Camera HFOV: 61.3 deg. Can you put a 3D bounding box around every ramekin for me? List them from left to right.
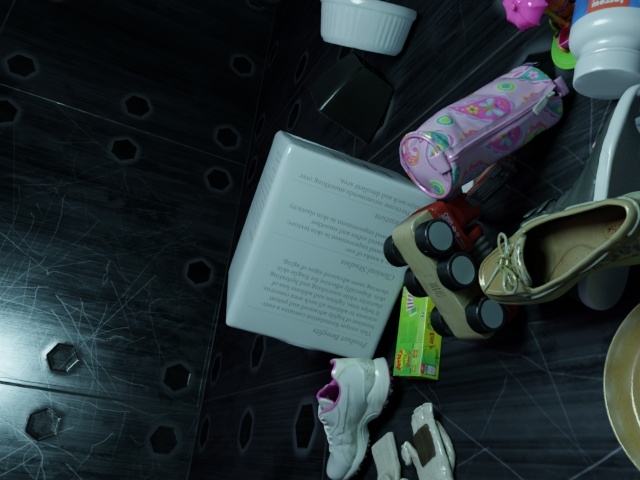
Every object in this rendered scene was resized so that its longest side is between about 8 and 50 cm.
[{"bbox_3d":[0.124,-0.602,1.511,0.273,0.273,0.127,-123,40,-62],"label":"ramekin"}]

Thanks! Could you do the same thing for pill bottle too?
[{"bbox_3d":[0.420,-0.319,0.753,0.124,0.124,0.221,-8,68,67],"label":"pill bottle"}]

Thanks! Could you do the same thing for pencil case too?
[{"bbox_3d":[0.262,-0.179,0.863,0.124,0.284,0.124,48,158,27],"label":"pencil case"}]

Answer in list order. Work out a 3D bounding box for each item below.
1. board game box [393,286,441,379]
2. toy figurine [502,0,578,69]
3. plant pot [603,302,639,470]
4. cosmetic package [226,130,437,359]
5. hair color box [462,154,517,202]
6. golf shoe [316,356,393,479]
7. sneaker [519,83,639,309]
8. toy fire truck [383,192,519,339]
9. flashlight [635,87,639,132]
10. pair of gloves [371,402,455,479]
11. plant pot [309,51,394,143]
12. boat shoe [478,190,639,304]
[{"bbox_3d":[0.194,0.177,1.056,0.092,0.043,0.181,-28,49,62],"label":"board game box"},{"bbox_3d":[0.371,-0.387,0.871,0.130,0.159,0.173,-26,50,62],"label":"toy figurine"},{"bbox_3d":[0.410,0.155,0.563,0.236,0.032,0.236,-48,34,48],"label":"plant pot"},{"bbox_3d":[0.000,0.000,1.220,0.327,0.329,0.394,-120,49,-72],"label":"cosmetic package"},{"bbox_3d":[0.303,-0.167,1.025,0.093,0.053,0.167,-51,32,43],"label":"hair color box"},{"bbox_3d":[0.045,0.368,1.128,0.115,0.140,0.306,-108,33,-70],"label":"golf shoe"},{"bbox_3d":[0.358,-0.065,0.743,0.147,0.104,0.296,19,97,63],"label":"sneaker"},{"bbox_3d":[0.248,0.017,0.903,0.246,0.217,0.158,-36,4,-28],"label":"toy fire truck"},{"bbox_3d":[0.462,-0.152,0.519,0.103,0.103,0.304,-54,14,-8],"label":"flashlight"},{"bbox_3d":[0.157,0.426,0.971,0.240,0.042,0.204,-54,29,42],"label":"pair of gloves"},{"bbox_3d":[0.100,-0.424,1.553,0.167,0.187,0.188,-49,30,24],"label":"plant pot"},{"bbox_3d":[0.285,0.010,0.666,0.285,0.089,0.105,-42,50,55],"label":"boat shoe"}]
